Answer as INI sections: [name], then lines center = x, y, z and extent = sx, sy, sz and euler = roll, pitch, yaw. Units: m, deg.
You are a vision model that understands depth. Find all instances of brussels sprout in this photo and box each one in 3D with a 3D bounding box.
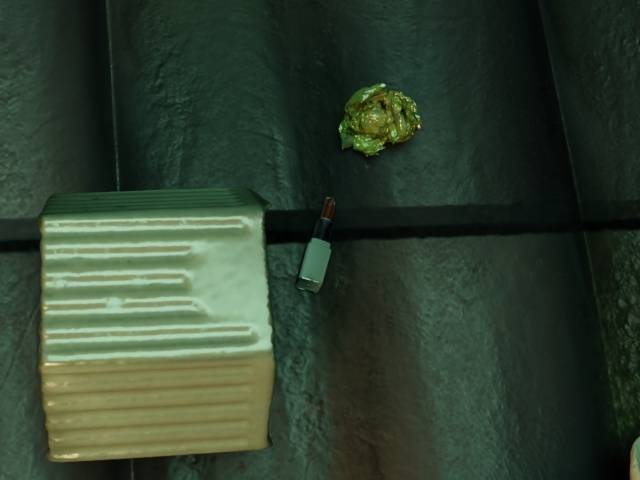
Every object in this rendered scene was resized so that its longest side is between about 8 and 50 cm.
[brussels sprout]
center = 0.065, -0.130, 1.046
extent = 0.085, 0.085, 0.058
euler = 28, 37, 0

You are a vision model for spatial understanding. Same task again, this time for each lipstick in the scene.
[lipstick]
center = 0.000, 0.000, 1.008
extent = 0.025, 0.025, 0.107
euler = 19, 62, -6

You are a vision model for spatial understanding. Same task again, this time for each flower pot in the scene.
[flower pot]
center = -0.142, 0.067, 0.855
extent = 0.190, 0.209, 0.239
euler = -3, 73, -12

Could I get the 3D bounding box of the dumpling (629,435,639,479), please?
[dumpling]
center = 0.356, 0.281, 0.918
extent = 0.163, 0.132, 0.250
euler = 13, 68, -10
